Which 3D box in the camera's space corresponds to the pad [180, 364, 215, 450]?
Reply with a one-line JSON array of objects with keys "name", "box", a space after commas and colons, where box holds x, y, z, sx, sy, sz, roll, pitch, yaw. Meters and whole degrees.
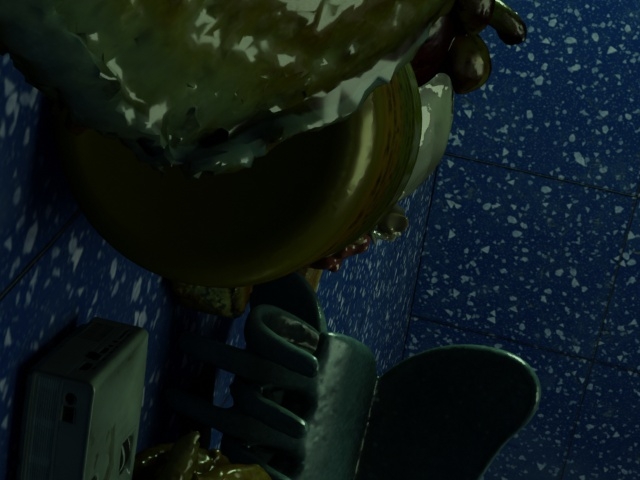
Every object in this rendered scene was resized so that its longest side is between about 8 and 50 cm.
[{"name": "pad", "box": [-0.138, 0.209, 1.494, 0.112, 0.003, 0.157, -63, 164, -54]}]

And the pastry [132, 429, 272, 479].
[{"name": "pastry", "box": [-0.142, 0.290, 1.156, 0.235, 0.132, 0.240, 45, 64, -53]}]

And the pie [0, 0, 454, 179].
[{"name": "pie", "box": [-0.048, -0.256, 0.641, 0.395, 0.180, 0.418, -38, 132, -27]}]

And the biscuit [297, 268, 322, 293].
[{"name": "biscuit", "box": [-0.039, 0.133, 1.870, 0.153, 0.030, 0.234, -37, 140, -73]}]

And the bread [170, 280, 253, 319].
[{"name": "bread", "box": [-0.093, 0.007, 1.287, 0.128, 0.069, 0.140, 85, 17, -64]}]

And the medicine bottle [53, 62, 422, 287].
[{"name": "medicine bottle", "box": [-0.036, -0.091, 1.028, 0.384, 0.224, 0.224, -25, 128, -79]}]

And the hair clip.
[{"name": "hair clip", "box": [-0.027, 0.217, 1.369, 0.238, 0.392, 0.318, 0, 107, -51]}]

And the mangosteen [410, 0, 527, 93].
[{"name": "mangosteen", "box": [0.096, -0.249, 1.435, 0.215, 0.257, 0.215, -161, -90, -88]}]

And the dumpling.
[{"name": "dumpling", "box": [0.047, -0.112, 1.686, 0.260, 0.181, 0.341, -48, -166, -24]}]

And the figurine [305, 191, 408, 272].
[{"name": "figurine", "box": [-0.011, -0.045, 1.438, 0.166, 0.207, 0.387, -50, 175, -18]}]

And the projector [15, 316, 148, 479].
[{"name": "projector", "box": [-0.181, 0.145, 1.000, 0.115, 0.061, 0.147, -48, 151, -67]}]
